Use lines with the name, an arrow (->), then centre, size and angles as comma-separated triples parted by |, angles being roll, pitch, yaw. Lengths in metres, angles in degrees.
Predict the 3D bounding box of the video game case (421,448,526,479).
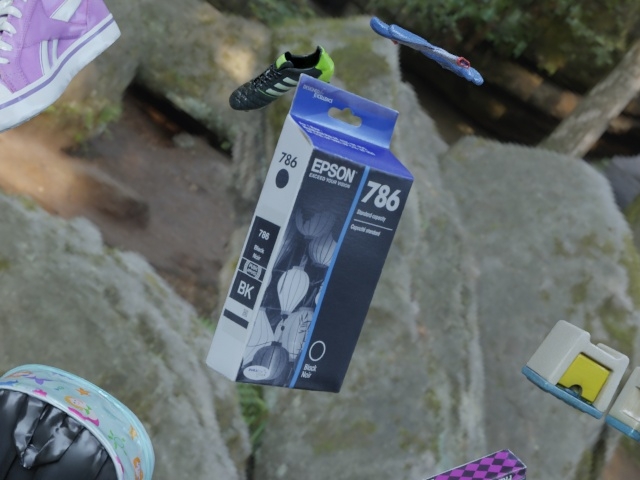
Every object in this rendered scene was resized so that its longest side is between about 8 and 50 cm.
video game case -> 0.100, 0.337, 1.097 | 0.232, 0.210, 0.042 | -14, 29, -24

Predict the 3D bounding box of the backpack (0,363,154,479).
backpack -> -0.295, 0.261, 1.126 | 0.225, 0.254, 0.191 | 26, 15, 8

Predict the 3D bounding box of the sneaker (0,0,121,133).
sneaker -> -0.312, -0.211, 1.061 | 0.161, 0.102, 0.282 | 65, 25, -27

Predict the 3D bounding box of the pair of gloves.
pair of gloves -> 0.154, -0.274, 1.575 | 0.159, 0.023, 0.198 | 28, 9, 20

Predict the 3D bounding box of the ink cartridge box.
ink cartridge box -> 0.000, 0.000, 1.191 | 0.165, 0.333, 0.065 | 13, 7, -43

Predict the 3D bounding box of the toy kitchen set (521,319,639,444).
toy kitchen set -> 0.292, 0.182, 0.969 | 0.166, 0.122, 0.207 | 30, 0, -28

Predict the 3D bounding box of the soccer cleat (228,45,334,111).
soccer cleat -> -0.067, -0.259, 1.714 | 0.072, 0.178, 0.060 | 62, 10, -53
